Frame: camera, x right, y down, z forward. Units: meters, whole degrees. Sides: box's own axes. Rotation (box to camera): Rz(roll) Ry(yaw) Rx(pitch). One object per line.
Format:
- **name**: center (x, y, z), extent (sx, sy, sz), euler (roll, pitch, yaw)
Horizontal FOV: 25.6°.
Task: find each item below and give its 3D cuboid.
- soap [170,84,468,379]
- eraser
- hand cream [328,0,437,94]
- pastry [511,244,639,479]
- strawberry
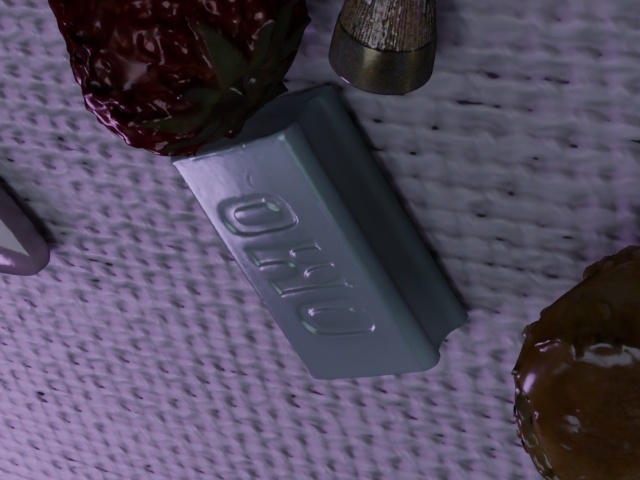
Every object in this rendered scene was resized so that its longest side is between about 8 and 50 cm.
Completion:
- **soap**: center (0.000, 0.000, 1.282), extent (0.160, 0.087, 0.265), euler (-10, 121, 42)
- **eraser**: center (-0.414, -0.030, 1.596), extent (0.243, 0.059, 0.204), euler (31, 141, 17)
- **hand cream**: center (0.057, -0.208, 1.050), extent (0.084, 0.084, 0.203), euler (24, 134, 17)
- **pastry**: center (0.308, 0.117, 1.097), extent (0.311, 0.162, 0.255), euler (20, 127, 8)
- **strawberry**: center (-0.140, -0.191, 1.141), extent (0.244, 0.205, 0.205), euler (43, 143, 19)
